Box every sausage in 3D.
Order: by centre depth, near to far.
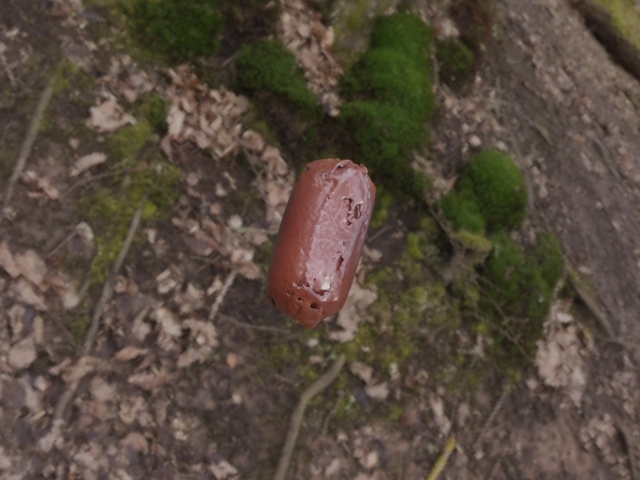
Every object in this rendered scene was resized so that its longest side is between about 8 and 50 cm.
[{"bbox_3d":[0.000,0.000,0.688,0.076,0.141,0.076,16,-6,2],"label":"sausage"}]
